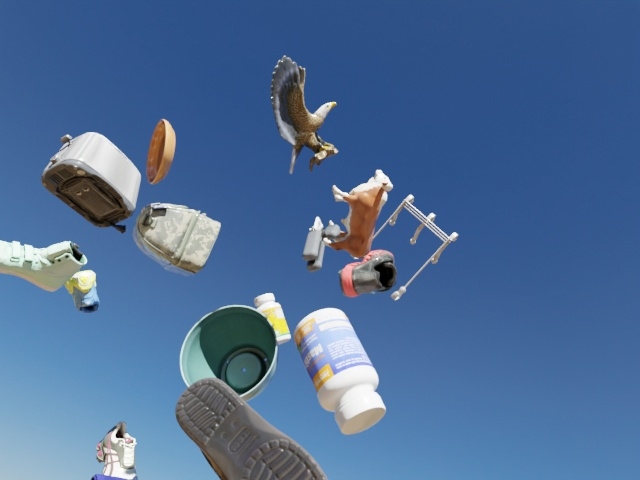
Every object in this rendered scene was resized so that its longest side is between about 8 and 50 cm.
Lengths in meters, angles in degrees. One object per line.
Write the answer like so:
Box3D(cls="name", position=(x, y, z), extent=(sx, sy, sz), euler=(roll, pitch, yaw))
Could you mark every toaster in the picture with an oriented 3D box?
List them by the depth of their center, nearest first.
Box3D(cls="toaster", position=(-0.512, -0.138, 1.005), extent=(0.129, 0.147, 0.227), euler=(-21, -44, 17))

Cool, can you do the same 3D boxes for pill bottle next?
Box3D(cls="pill bottle", position=(0.046, 0.312, 1.044), extent=(0.152, 0.272, 0.153), euler=(-15, -44, -15))
Box3D(cls="pill bottle", position=(-0.211, 0.336, 1.830), extent=(0.117, 0.209, 0.118), euler=(-18, -17, -6))

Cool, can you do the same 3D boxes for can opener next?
Box3D(cls="can opener", position=(0.000, 0.000, 1.330), extent=(0.093, 0.280, 0.074), euler=(-15, -69, 16))

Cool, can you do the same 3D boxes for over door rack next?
Box3D(cls="over door rack", position=(0.307, 0.026, 1.599), extent=(0.239, 0.324, 0.108), euler=(45, 2, 21))

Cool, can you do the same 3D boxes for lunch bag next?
Box3D(cls="lunch bag", position=(-0.522, -0.013, 1.515), extent=(0.255, 0.213, 0.305), euler=(24, -16, -23))

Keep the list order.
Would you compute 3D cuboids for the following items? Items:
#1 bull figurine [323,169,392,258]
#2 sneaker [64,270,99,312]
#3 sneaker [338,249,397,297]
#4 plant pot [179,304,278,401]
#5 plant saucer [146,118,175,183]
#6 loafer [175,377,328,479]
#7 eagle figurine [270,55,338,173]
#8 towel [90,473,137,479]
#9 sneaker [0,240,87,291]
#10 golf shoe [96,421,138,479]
Box3D(cls="bull figurine", position=(0.125, -0.093, 1.462), extent=(0.188, 0.101, 0.311), euler=(15, -79, 11))
Box3D(cls="sneaker", position=(-0.728, 0.160, 1.317), extent=(0.091, 0.126, 0.240), euler=(-9, -1, -28))
Box3D(cls="sneaker", position=(0.165, 0.087, 1.208), extent=(0.134, 0.276, 0.098), euler=(-8, -83, 32))
Box3D(cls="plant pot", position=(-0.258, 0.378, 1.342), extent=(0.292, 0.293, 0.196), euler=(6, -35, 13))
Box3D(cls="plant saucer", position=(-0.489, -0.269, 1.327), extent=(0.037, 0.200, 0.200), euler=(9, -31, -35))
Box3D(cls="loafer", position=(-0.101, 0.389, 0.744), extent=(0.366, 0.133, 0.130), euler=(40, -29, 28))
Box3D(cls="eagle figurine", position=(-0.057, -0.374, 1.307), extent=(0.298, 0.225, 0.226), euler=(51, -33, -10))
Box3D(cls="towel", position=(-0.398, 0.652, 1.047), extent=(0.308, 0.076, 0.227), euler=(27, -24, -27))
Box3D(cls="sneaker", position=(-0.737, 0.025, 1.114), extent=(0.151, 0.094, 0.256), euler=(-37, -37, 4))
Box3D(cls="golf shoe", position=(-0.669, 0.735, 1.447), extent=(0.272, 0.120, 0.105), euler=(33, 2, 42))
